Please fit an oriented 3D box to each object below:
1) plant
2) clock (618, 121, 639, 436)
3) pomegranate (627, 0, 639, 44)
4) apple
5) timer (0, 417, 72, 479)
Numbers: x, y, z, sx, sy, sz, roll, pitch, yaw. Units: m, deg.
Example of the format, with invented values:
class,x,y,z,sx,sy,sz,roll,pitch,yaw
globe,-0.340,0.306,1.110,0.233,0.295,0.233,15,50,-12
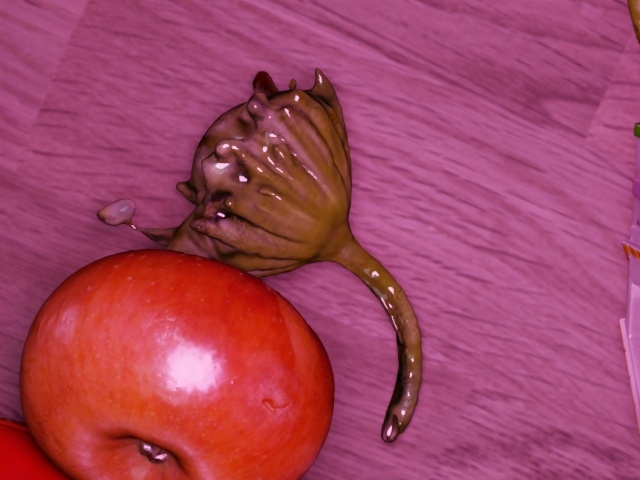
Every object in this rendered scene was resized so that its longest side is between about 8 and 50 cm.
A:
class,x,y,z,sx,sy,sz,roll,pitch,yaw
plant,-0.007,-0.004,1.808,0.333,0.180,0.251,38,88,-27
clock,0.370,0.057,1.685,0.166,0.235,0.309,1,100,-9
pomegranate,0.401,-0.214,1.637,0.260,0.340,0.260,-2,113,-4
apple,-0.127,0.130,1.653,0.272,0.251,0.206,36,54,-13
timer,-0.326,0.350,1.733,0.378,0.279,0.378,0,88,9
